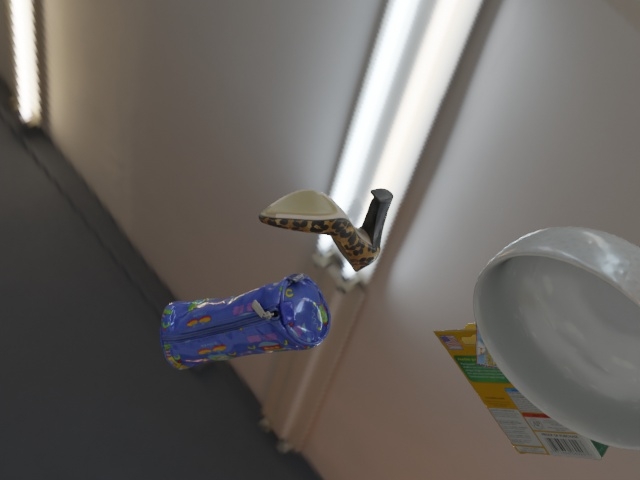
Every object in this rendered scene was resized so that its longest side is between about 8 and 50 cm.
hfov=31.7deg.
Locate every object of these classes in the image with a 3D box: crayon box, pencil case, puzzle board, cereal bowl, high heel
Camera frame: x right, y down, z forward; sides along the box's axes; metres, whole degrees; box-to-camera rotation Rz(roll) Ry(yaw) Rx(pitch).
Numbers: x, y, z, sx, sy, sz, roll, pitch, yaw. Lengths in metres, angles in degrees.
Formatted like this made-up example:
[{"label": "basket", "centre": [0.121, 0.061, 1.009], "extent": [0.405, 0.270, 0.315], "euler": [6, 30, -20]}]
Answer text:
[{"label": "crayon box", "centre": [0.375, 0.254, 2.049], "extent": [0.203, 0.083, 0.323], "euler": [-7, -55, 52]}, {"label": "pencil case", "centre": [-0.132, 0.136, 1.848], "extent": [0.306, 0.133, 0.119], "euler": [-14, -101, 35]}, {"label": "puzzle board", "centre": [0.292, 0.152, 1.907], "extent": [0.096, 0.011, 0.128], "euler": [2, -88, 61]}, {"label": "cereal bowl", "centre": [0.382, 0.113, 1.523], "extent": [0.339, 0.141, 0.339], "euler": [32, -33, 24]}, {"label": "high heel", "centre": [0.000, 0.000, 2.029], "extent": [0.093, 0.261, 0.186], "euler": [-120, -146, -42]}]
